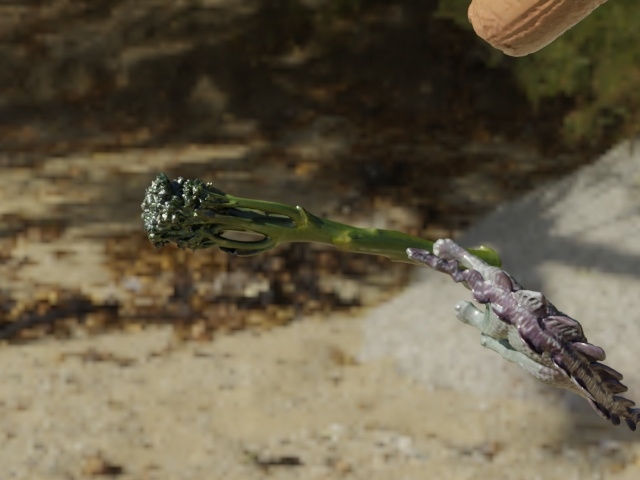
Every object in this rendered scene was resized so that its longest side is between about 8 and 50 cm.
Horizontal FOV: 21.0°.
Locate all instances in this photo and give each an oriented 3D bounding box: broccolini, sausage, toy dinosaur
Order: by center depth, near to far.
[{"bbox_3d":[0.127,0.059,0.918,0.209,0.039,0.082,33,0,-27],"label":"toy dinosaur"},{"bbox_3d":[0.233,-0.248,1.524,0.086,0.086,0.289,-2,-18,-31],"label":"sausage"},{"bbox_3d":[0.002,-0.005,1.784,0.392,0.079,0.074,12,36,-24],"label":"broccolini"}]
